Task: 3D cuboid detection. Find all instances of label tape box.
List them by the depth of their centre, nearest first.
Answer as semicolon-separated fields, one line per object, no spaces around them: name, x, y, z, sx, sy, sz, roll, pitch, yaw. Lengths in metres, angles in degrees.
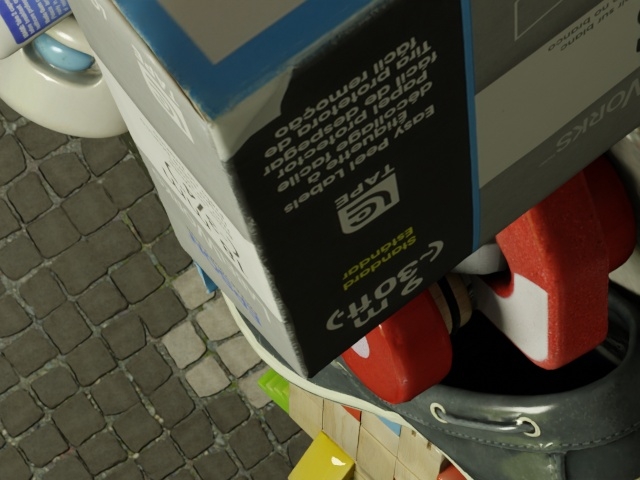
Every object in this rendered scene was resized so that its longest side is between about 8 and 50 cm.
label tape box;0.053;-0.073;0.619;0.106;0.241;0.333;49;171;21

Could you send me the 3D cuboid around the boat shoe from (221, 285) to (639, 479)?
boat shoe;0.076;0.046;1.170;0.500;0.187;0.156;35;154;52

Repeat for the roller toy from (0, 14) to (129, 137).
roller toy;-0.247;-0.216;1.797;0.191;0.209;0.146;54;131;34

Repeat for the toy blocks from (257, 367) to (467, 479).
toy blocks;0.103;0.178;1.586;0.381;0.191;0.261;42;158;19

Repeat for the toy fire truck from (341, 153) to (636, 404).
toy fire truck;0.044;-0.076;0.931;0.302;0.169;0.254;47;159;38

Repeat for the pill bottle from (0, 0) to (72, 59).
pill bottle;-0.297;-0.270;1.631;0.152;0.272;0.152;53;171;13
